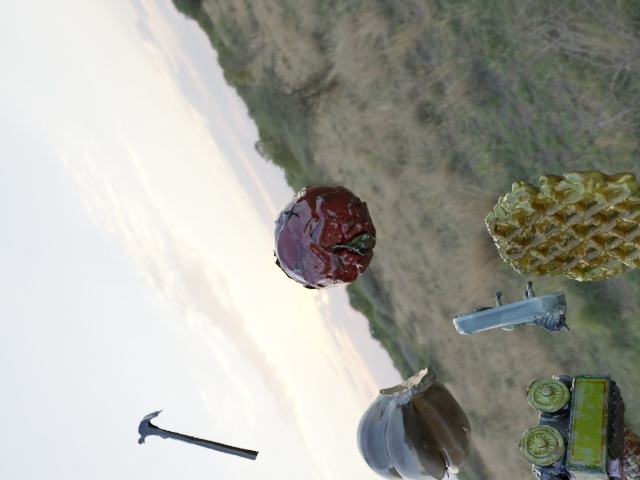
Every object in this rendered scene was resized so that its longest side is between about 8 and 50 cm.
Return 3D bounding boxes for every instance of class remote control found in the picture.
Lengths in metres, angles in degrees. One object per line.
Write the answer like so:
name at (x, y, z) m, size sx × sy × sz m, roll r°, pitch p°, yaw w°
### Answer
remote control at (0.393, 0.152, 1.273) m, size 0.104 × 0.247 × 0.052 m, roll -2°, pitch -106°, yaw -47°

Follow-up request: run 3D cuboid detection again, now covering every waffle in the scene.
waffle at (0.453, -0.021, 1.086) m, size 0.325 × 0.302 × 0.068 m, roll 61°, pitch -143°, yaw -47°

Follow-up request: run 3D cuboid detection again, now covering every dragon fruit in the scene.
dragon fruit at (0.000, 0.000, 1.406) m, size 0.299 × 0.244 × 0.244 m, roll -43°, pitch 71°, yaw 48°

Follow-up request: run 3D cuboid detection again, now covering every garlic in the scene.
garlic at (0.215, 0.438, 1.371) m, size 0.210 × 0.237 × 0.292 m, roll -10°, pitch 99°, yaw 55°

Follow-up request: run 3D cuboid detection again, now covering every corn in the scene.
corn at (0.710, 0.490, 1.400) m, size 0.290 × 0.098 × 0.098 m, roll 41°, pitch 175°, yaw 17°

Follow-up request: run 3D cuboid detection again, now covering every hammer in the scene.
hammer at (-0.293, 0.485, 1.463) m, size 0.027 × 0.297 × 0.125 m, roll -78°, pitch 6°, yaw -60°

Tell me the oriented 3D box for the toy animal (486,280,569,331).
toy animal at (0.593, 0.215, 1.756) m, size 0.073 × 0.217 × 0.176 m, roll 53°, pitch -160°, yaw -42°

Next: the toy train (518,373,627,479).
toy train at (0.501, 0.381, 1.195) m, size 0.134 × 0.177 × 0.261 m, roll 56°, pitch -138°, yaw -33°
